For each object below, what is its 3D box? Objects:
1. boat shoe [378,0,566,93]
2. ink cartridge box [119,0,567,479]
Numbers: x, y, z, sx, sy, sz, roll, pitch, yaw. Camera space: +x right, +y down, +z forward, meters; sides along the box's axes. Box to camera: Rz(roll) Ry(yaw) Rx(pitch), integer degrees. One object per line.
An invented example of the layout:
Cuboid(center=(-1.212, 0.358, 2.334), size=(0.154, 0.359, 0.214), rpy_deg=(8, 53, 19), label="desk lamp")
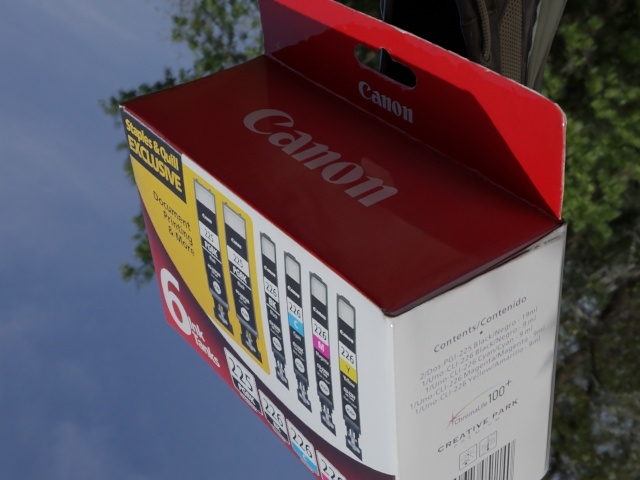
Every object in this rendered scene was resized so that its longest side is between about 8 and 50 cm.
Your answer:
Cuboid(center=(0.088, -0.082, 0.684), size=(0.130, 0.355, 0.132), rpy_deg=(-26, -143, -33), label="boat shoe")
Cuboid(center=(0.000, 0.000, 0.607), size=(0.309, 0.130, 0.272), rpy_deg=(36, 142, 44), label="ink cartridge box")
